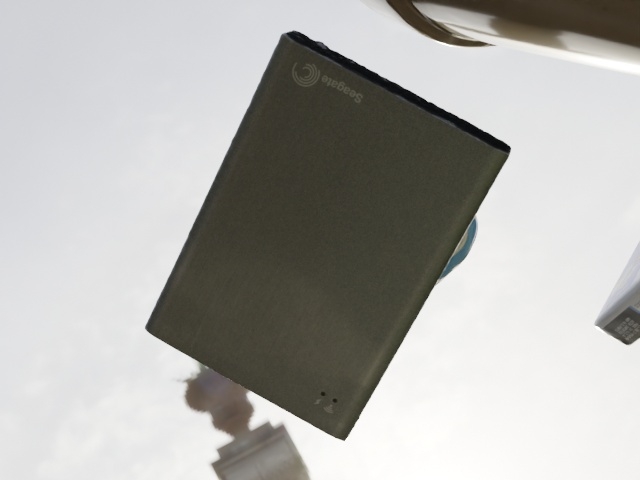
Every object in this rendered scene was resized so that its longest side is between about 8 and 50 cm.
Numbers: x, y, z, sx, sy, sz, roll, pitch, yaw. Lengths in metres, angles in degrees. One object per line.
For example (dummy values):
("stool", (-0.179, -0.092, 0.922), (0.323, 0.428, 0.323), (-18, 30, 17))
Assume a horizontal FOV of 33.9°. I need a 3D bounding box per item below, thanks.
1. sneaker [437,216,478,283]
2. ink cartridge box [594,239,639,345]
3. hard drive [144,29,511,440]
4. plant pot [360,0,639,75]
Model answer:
("sneaker", (0.056, 0.042, 1.020), (0.237, 0.085, 0.086), (-46, -25, 1))
("ink cartridge box", (0.463, -0.047, 1.265), (0.307, 0.072, 0.303), (-55, -10, -19))
("hard drive", (0.000, 0.000, 0.408), (0.135, 0.094, 0.022), (-63, -4, 20))
("plant pot", (0.197, -0.236, 0.675), (0.323, 0.280, 0.323), (-24, -44, -26))
